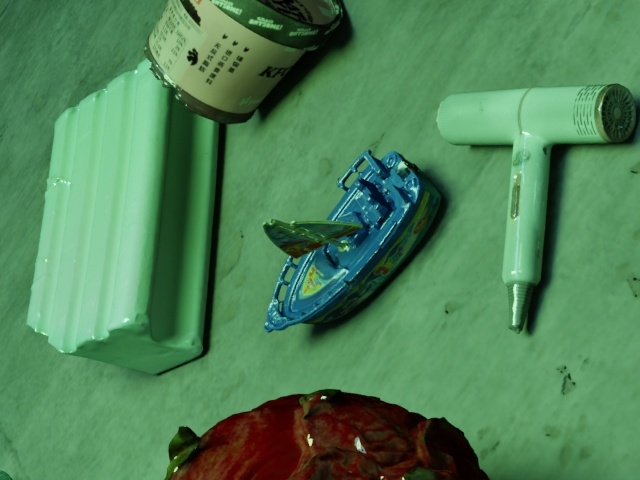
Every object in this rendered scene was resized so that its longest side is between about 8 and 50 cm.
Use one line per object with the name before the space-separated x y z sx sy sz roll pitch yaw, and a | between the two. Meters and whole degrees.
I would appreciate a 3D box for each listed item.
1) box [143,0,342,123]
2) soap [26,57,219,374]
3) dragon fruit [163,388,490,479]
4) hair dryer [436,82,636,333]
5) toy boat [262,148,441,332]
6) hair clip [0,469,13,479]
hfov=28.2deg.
box | -0.079 -0.193 1.151 0.135 0.151 0.151 -50 39 28
soap | -0.183 -0.015 1.204 0.173 0.095 0.290 -25 52 38
dragon fruit | -0.009 0.223 0.748 0.299 0.244 0.244 -58 37 22
hair dryer | 0.130 -0.021 0.891 0.155 0.044 0.183 5 76 53
toy boat | 0.000 0.000 0.971 0.175 0.110 0.091 -52 38 16
hair clip | -0.298 0.348 1.175 0.083 0.048 0.275 -44 46 25
